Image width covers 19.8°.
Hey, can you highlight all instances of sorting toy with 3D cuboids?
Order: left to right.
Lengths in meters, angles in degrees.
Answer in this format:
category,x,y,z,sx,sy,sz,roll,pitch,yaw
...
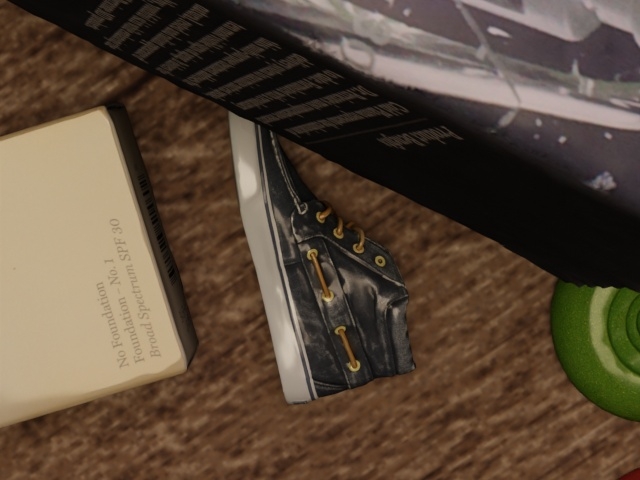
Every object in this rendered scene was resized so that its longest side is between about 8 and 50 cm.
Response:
category,x,y,z,sx,sy,sz,roll,pitch,yaw
sorting toy,0.203,0.076,1.044,0.127,0.126,0.365,-5,95,1

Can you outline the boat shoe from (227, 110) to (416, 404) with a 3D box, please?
category,x,y,z,sx,sy,sz,roll,pitch,yaw
boat shoe,0.000,0.000,1.072,0.083,0.065,0.183,-14,100,-1

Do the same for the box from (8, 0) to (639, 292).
category,x,y,z,sx,sy,sz,roll,pitch,yaw
box,0.052,-0.287,0.811,0.472,0.297,0.480,26,86,-13

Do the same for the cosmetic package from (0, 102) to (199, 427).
category,x,y,z,sx,sy,sz,roll,pitch,yaw
cosmetic package,-0.240,0.039,1.048,0.309,0.113,0.160,-18,95,1
